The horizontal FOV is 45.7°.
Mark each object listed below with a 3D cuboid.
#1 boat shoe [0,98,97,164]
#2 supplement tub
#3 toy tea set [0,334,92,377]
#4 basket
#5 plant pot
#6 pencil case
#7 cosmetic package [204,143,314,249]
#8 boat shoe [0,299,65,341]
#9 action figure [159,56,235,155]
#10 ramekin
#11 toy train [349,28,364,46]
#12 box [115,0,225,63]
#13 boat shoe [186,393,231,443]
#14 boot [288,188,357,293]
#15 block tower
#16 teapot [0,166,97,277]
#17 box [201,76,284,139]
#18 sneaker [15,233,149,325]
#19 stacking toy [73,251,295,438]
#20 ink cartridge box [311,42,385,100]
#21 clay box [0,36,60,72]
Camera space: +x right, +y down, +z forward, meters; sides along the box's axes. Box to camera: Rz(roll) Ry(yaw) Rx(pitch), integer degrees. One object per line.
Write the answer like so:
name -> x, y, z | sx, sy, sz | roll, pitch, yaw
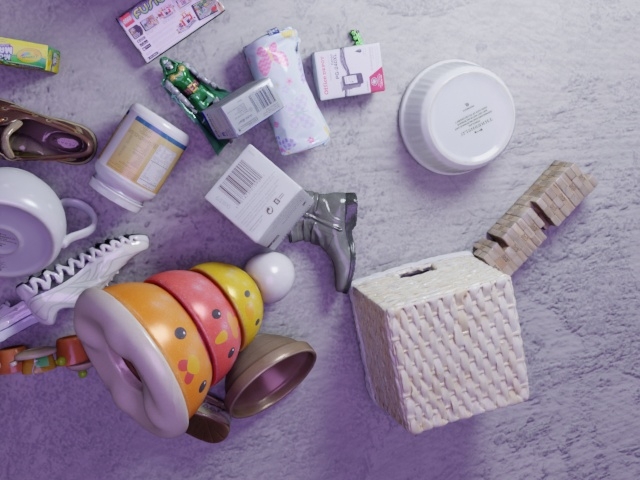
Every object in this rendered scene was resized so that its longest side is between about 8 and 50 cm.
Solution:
boat shoe -> -0.636, -0.221, 1.557 | 0.341, 0.123, 0.123 | 13, 97, -14
supplement tub -> -0.386, -0.174, 1.610 | 0.144, 0.144, 0.200 | 33, 92, -16
toy tea set -> -0.648, 0.294, 1.609 | 0.335, 0.200, 0.124 | -10, 93, -16
basket -> 0.273, 0.235, 1.768 | 0.328, 0.266, 0.332 | -14, 104, -11
plant pot -> -0.134, 0.291, 1.741 | 0.237, 0.237, 0.110 | -38, 64, -4
pencil case -> -0.072, -0.326, 1.671 | 0.124, 0.113, 0.273 | -24, 104, -23
cosmetic package -> -0.127, -0.088, 1.640 | 0.151, 0.183, 0.151 | 40, 92, 10
boat shoe -> -0.668, 0.165, 1.649 | 0.226, 0.083, 0.076 | -28, 94, -19
action figure -> -0.262, -0.313, 1.655 | 0.232, 0.063, 0.137 | 42, 78, -19
ramekin -> 0.326, -0.284, 1.758 | 0.272, 0.127, 0.273 | -2, 100, -12
toy train -> 0.091, -0.444, 1.735 | 0.023, 0.017, 0.083 | -27, 104, -17
box -> -0.320, -0.484, 1.627 | 0.207, 0.036, 0.114 | -35, 105, -5
boat shoe -> -0.336, 0.370, 1.756 | 0.285, 0.089, 0.105 | 34, 117, -13
boot -> 0.000, 0.000, 1.770 | 0.161, 0.083, 0.247 | 1, 94, -6
block tower -> 0.520, -0.056, 1.860 | 0.335, 0.091, 0.097 | -45, 106, -3
teapot -> -0.636, -0.059, 1.563 | 0.252, 0.187, 0.256 | -21, 131, 11
box -> -0.165, -0.275, 1.593 | 0.126, 0.137, 0.072 | -36, 110, -19
sneaker -> -0.496, 0.077, 1.635 | 0.292, 0.110, 0.118 | -29, 98, -14
stacking toy -> -0.244, 0.153, 1.627 | 0.479, 0.350, 0.351 | -35, 107, -32
ink cartridge box -> 0.061, -0.379, 1.704 | 0.150, 0.063, 0.109 | -10, 105, -3
clay box -> -0.591, -0.366, 1.491 | 0.127, 0.222, 0.053 | 7, 98, -14
